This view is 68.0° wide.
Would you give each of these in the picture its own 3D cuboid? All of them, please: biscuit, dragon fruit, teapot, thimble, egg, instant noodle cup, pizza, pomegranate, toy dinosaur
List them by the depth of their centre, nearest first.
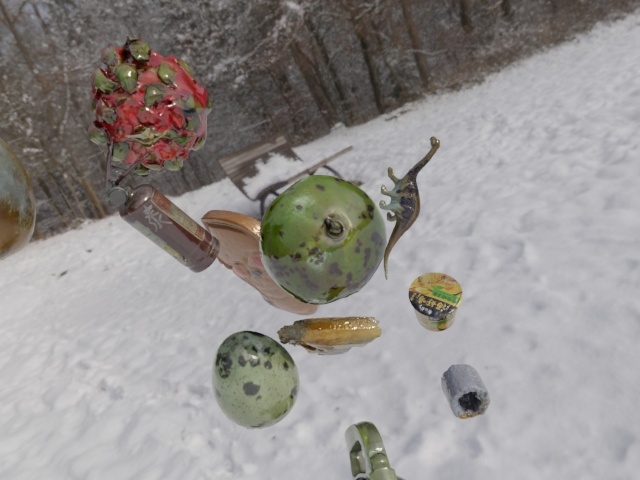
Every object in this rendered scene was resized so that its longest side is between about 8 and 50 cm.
[{"bbox_3d":[0.096,-0.045,0.592,0.058,0.180,0.037,26,21,37],"label":"toy dinosaur"},{"bbox_3d":[0.000,0.000,0.802,0.211,0.211,0.263,-28,0,-10],"label":"pomegranate"},{"bbox_3d":[-0.137,0.279,0.973,0.177,0.228,0.177,-15,33,10],"label":"egg"},{"bbox_3d":[-0.359,-0.278,0.982,0.231,0.303,0.237,-39,-30,30],"label":"dragon fruit"},{"bbox_3d":[0.142,0.556,0.987,0.239,0.239,0.322,14,46,6],"label":"teapot"},{"bbox_3d":[0.003,0.212,1.020,0.189,0.071,0.297,2,-15,-19],"label":"pizza"},{"bbox_3d":[0.332,0.185,1.377,0.151,0.122,0.152,-6,49,7],"label":"instant noodle cup"},{"bbox_3d":[-0.181,0.075,1.452,0.349,0.455,0.078,-23,27,53],"label":"biscuit"},{"bbox_3d":[0.456,0.475,1.499,0.127,0.151,0.118,-9,30,0],"label":"thimble"}]

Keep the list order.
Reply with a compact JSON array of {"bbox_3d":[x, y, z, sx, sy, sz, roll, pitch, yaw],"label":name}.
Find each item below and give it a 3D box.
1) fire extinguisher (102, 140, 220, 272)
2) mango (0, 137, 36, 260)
[{"bbox_3d":[-0.269,-0.056,0.793,0.106,0.252,0.075,-51,34,-9],"label":"fire extinguisher"},{"bbox_3d":[-0.466,-0.101,0.554,0.146,0.316,0.193,-16,38,2],"label":"mango"}]
